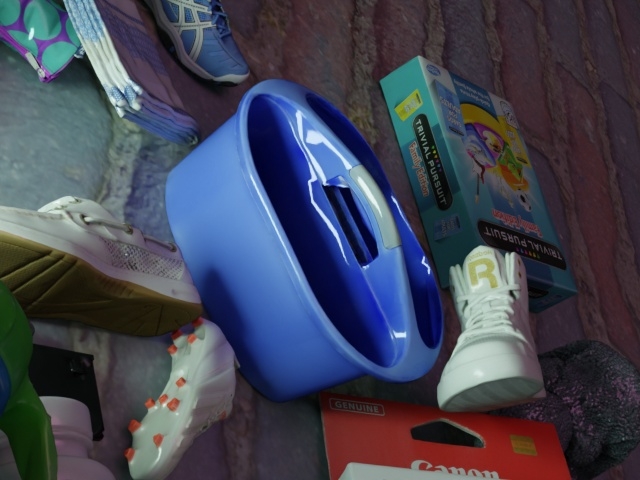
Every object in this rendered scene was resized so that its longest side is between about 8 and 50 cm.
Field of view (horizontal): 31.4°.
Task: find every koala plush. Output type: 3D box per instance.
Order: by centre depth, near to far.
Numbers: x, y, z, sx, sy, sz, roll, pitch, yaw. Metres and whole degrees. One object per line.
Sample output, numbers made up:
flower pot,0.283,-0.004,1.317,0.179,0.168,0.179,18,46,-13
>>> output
koala plush,0.264,0.218,1.370,0.221,0.203,0.196,-7,69,-43

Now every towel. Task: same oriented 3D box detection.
towel,-0.209,-0.232,1.144,0.285,0.034,0.209,65,9,11

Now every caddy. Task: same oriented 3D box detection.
caddy,0.000,0.000,1.173,0.241,0.179,0.341,-13,76,-56

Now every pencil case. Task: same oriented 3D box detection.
pencil case,-0.290,-0.213,1.054,0.152,0.064,0.070,39,48,-28

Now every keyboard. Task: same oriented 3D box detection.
keyboard,-0.250,0.102,0.889,0.180,0.023,0.108,20,45,-47

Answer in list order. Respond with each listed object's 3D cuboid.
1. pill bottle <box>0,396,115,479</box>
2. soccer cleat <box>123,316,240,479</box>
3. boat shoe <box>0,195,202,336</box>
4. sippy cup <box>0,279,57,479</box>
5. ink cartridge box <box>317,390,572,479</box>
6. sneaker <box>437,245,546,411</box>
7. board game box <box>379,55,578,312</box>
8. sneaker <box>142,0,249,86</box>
pill bottle,-0.194,0.211,0.795,0.112,0.112,0.186,19,49,-46
soccer cleat,-0.112,0.147,1.006,0.076,0.068,0.196,49,30,-22
boat shoe,-0.212,0.010,0.957,0.277,0.098,0.096,26,43,-54
sippy cup,-0.309,0.115,0.633,0.306,0.240,0.224,14,54,1
ink cartridge box,0.153,0.259,1.142,0.296,0.066,0.261,10,45,-19
sneaker,0.165,0.085,1.167,0.292,0.108,0.169,37,41,-74
board game box,0.231,-0.077,1.647,0.254,0.079,0.336,15,52,-48
sneaker,-0.145,-0.267,1.284,0.211,0.081,0.080,53,31,-12
